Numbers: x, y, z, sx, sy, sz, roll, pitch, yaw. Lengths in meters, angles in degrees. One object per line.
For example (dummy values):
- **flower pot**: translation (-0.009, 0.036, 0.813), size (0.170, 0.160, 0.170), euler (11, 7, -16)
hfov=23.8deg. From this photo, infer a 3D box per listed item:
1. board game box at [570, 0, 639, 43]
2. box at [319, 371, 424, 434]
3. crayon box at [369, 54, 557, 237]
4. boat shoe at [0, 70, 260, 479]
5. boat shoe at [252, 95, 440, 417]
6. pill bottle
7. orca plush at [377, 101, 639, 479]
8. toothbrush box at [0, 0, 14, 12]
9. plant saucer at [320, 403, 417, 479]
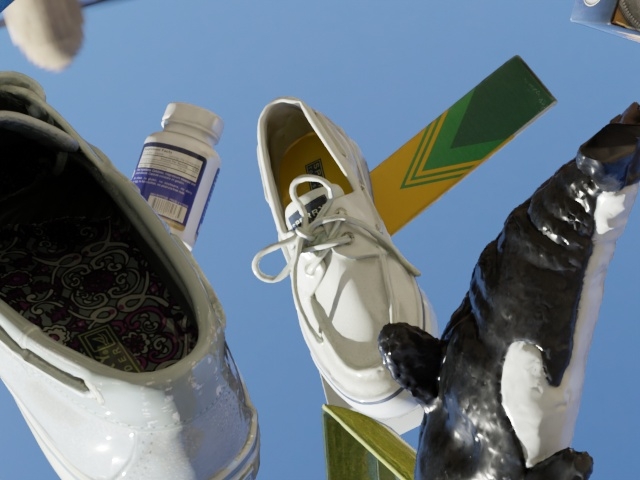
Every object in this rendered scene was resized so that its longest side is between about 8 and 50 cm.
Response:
- **board game box**: translation (0.264, -0.162, 0.802), size (0.243, 0.165, 0.042), euler (14, -175, -23)
- **box**: translation (0.065, 0.174, 1.792), size (0.101, 0.087, 0.102), euler (-28, -139, 12)
- **crayon box**: translation (0.141, -0.096, 1.927), size (0.323, 0.083, 0.203), euler (-40, 178, 2)
- **boat shoe**: translation (-0.091, -0.010, 0.470), size (0.079, 0.081, 0.227), euler (-26, -130, -24)
- **boat shoe**: translation (0.007, -0.005, 1.478), size (0.135, 0.156, 0.367), euler (-26, -129, 16)
- **pill bottle**: translation (-0.198, -0.088, 2.077), size (0.112, 0.112, 0.187), euler (10, -106, 29)
- **orca plush**: translation (0.083, 0.062, 0.782), size (0.102, 0.287, 0.151), euler (8, -139, -9)
- **toothbrush box**: translation (-0.340, -0.276, 1.103), size (0.126, 0.295, 0.216), euler (-44, -97, -10)
- **plant saucer**: translation (0.075, 0.232, 1.152), size (0.045, 0.188, 0.188), euler (-23, -141, -26)
